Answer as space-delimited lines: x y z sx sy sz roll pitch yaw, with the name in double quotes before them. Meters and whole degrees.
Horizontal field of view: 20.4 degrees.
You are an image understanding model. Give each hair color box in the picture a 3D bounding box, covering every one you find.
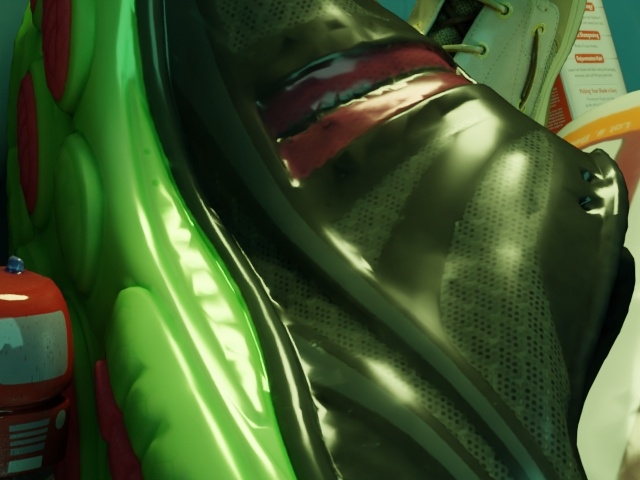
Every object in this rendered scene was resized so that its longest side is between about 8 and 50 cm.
"hair color box" 0.142 -0.091 1.041 0.072 0.043 0.141 -7 81 -51

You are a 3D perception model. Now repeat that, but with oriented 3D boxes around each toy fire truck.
"toy fire truck" -0.152 -0.011 0.585 0.047 0.192 0.135 -7 109 -50

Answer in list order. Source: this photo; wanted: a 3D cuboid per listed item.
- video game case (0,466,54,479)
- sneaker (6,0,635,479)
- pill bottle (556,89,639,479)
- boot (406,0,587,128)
"video game case" -0.026 0.147 0.759 0.196 0.026 0.274 -36 104 -50
"sneaker" 0.000 0.000 0.643 0.202 0.185 0.483 2 54 -21
"pill bottle" 0.137 0.128 0.762 0.224 0.224 0.392 52 41 -21
"boot" 0.050 -0.083 0.848 0.165 0.077 0.213 -26 132 -48
